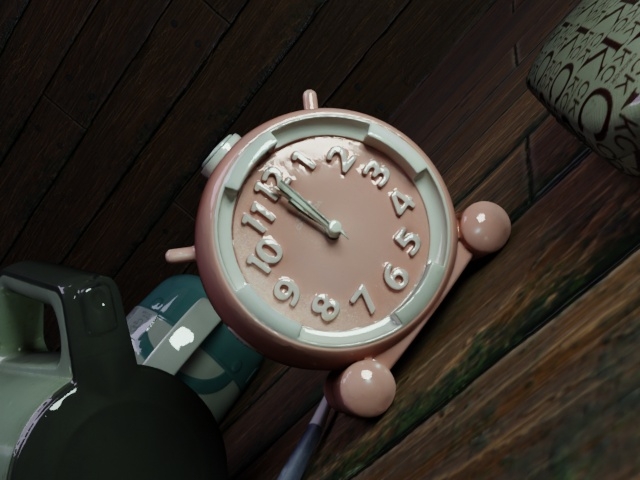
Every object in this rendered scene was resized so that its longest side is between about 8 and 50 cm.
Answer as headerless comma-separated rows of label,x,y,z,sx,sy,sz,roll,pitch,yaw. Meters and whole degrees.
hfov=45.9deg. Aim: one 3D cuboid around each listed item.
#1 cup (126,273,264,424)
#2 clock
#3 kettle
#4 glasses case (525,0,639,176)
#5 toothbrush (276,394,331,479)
cup,-0.215,0.182,1.141,0.257,0.219,0.289,-51,-3,-22
clock,0.000,0.000,0.661,0.227,0.241,0.142,-52,3,-14
kettle,-0.297,0.199,0.854,0.250,0.360,0.377,-5,-5,-38
glasses case,0.225,-0.134,0.547,0.137,0.085,0.354,-47,6,18
toothbrush,-0.012,0.182,0.661,0.026,0.024,0.288,-25,21,42
